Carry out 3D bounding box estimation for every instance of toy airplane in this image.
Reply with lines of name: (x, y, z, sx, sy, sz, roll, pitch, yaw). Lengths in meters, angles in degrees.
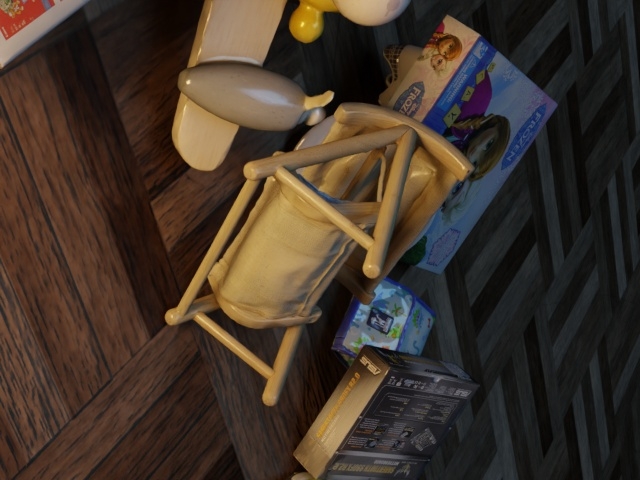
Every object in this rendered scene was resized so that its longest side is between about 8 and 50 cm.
toy airplane: (-0.030, -0.302, 1.085, 0.384, 0.272, 0.386, -42, 145, -24)

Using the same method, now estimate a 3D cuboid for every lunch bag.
lunch bag: (0.083, 0.126, 1.511, 0.151, 0.096, 0.129, 41, 64, -43)

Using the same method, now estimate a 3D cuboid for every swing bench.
swing bench: (0.000, 0.000, 1.174, 0.254, 0.165, 0.253, -43, 170, -49)

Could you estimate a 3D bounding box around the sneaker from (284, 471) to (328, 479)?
sneaker: (0.056, 0.408, 1.447, 0.384, 0.147, 0.145, 37, 64, -53)

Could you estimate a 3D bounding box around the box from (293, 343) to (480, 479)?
box: (0.095, 0.242, 1.468, 0.231, 0.056, 0.183, 17, 110, -49)

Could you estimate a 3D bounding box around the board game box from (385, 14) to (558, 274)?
board game box: (0.172, -0.117, 1.510, 0.319, 0.066, 0.318, -56, 150, 10)

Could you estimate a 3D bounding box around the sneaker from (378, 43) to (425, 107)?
sneaker: (0.132, -0.183, 1.566, 0.090, 0.095, 0.235, -60, 160, -43)

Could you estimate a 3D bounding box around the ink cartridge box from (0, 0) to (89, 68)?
ink cartridge box: (-0.295, -0.291, 0.782, 0.272, 0.130, 0.309, -51, 135, -37)

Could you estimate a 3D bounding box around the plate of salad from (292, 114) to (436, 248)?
plate of salad: (0.053, -0.064, 1.349, 0.048, 0.200, 0.200, -97, -176, -78)
